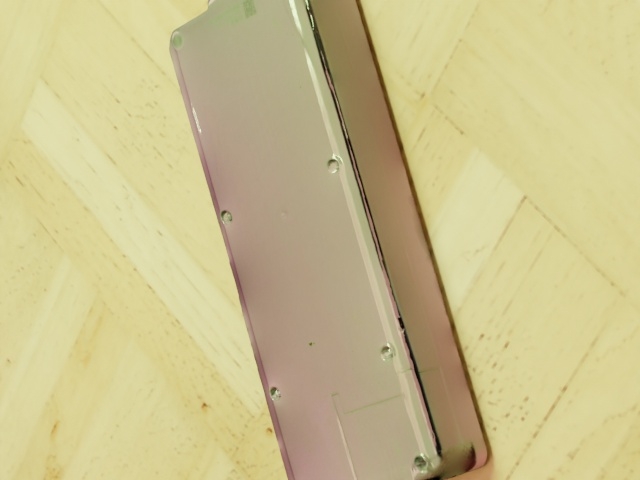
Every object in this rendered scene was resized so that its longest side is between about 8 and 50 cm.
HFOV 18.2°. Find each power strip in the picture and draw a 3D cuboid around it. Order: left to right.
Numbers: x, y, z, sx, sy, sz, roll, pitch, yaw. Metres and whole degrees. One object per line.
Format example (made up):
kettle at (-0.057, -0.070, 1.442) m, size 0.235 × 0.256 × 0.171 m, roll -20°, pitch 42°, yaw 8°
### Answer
power strip at (0.000, 0.000, 0.978) m, size 0.109 × 0.037 × 0.278 m, roll -23°, pitch 79°, yaw 45°
